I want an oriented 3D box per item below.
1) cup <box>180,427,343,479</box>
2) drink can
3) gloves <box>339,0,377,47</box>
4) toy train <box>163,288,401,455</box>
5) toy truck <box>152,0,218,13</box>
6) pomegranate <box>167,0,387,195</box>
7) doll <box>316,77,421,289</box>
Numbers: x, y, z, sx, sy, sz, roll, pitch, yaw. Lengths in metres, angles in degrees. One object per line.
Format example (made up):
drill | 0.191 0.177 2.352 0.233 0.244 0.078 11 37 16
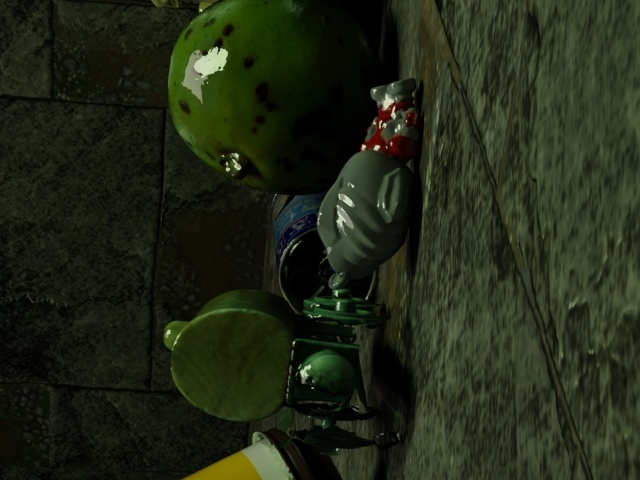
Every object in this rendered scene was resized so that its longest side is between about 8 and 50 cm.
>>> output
cup | -0.100 0.279 1.317 0.196 0.280 0.196 162 90 -75
drink can | 0.000 0.000 1.563 0.235 0.097 0.097 -104 18 -73
gloves | 0.005 -0.202 1.620 0.164 0.124 0.203 54 -135 -69
toy train | -0.035 0.108 1.319 0.307 0.189 0.126 -108 16 -88
toy truck | -0.074 -0.440 1.920 0.180 0.254 0.405 94 -179 -69
pomegranate | -0.030 -0.160 1.480 0.211 0.211 0.263 102 -172 -62
doll | 0.043 -0.045 1.247 0.094 0.079 0.180 -4 68 62
